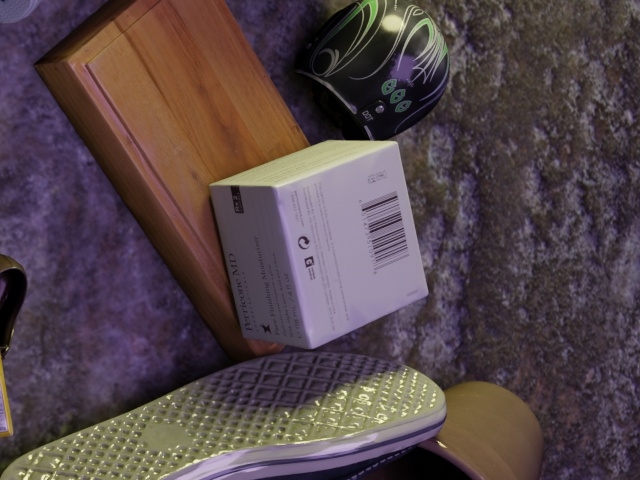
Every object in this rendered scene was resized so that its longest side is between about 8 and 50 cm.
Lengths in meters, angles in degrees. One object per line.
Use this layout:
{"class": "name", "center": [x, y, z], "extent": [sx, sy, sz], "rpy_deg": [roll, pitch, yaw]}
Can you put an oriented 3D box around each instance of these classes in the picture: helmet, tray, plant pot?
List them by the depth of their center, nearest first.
{"class": "tray", "center": [-0.115, -0.084, 1.724], "extent": [0.203, 0.076, 0.411], "rpy_deg": [-46, 120, -28]}
{"class": "helmet", "center": [0.069, -0.203, 1.826], "extent": [0.161, 0.169, 0.169], "rpy_deg": [-44, 120, -10]}
{"class": "plant pot", "center": [0.159, 0.287, 1.880], "extent": [0.229, 0.263, 0.263], "rpy_deg": [-40, 117, -51]}

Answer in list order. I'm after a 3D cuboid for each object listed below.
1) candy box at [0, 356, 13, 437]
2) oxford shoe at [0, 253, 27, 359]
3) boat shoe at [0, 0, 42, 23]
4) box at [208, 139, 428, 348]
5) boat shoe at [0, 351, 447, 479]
{"class": "candy box", "center": [-0.395, 0.145, 1.466], "extent": [0.206, 0.027, 0.105], "rpy_deg": [-8, 101, -9]}
{"class": "oxford shoe", "center": [-0.352, 0.113, 1.519], "extent": [0.083, 0.096, 0.227], "rpy_deg": [32, 73, -38]}
{"class": "boat shoe", "center": [-0.373, -0.334, 1.493], "extent": [0.302, 0.109, 0.094], "rpy_deg": [51, 24, -27]}
{"class": "box", "center": [0.000, 0.000, 1.698], "extent": [0.182, 0.119, 0.181], "rpy_deg": [-23, 106, -37]}
{"class": "boat shoe", "center": [-0.095, 0.247, 1.656], "extent": [0.500, 0.187, 0.156], "rpy_deg": [-18, 125, -25]}
